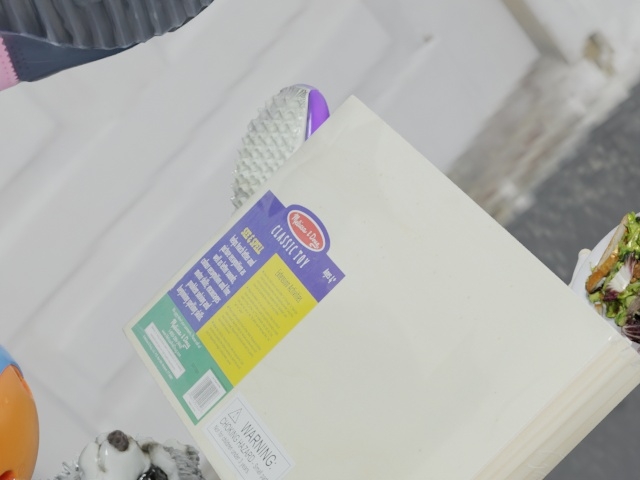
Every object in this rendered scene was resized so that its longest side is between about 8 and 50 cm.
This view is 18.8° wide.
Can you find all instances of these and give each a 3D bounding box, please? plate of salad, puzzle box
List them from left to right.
[{"bbox_3d":[0.028,0.076,1.398,0.272,0.052,0.409,-45,36,3],"label":"puzzle box"},{"bbox_3d":[0.316,0.042,1.861,0.200,0.048,0.200,-26,43,27],"label":"plate of salad"}]

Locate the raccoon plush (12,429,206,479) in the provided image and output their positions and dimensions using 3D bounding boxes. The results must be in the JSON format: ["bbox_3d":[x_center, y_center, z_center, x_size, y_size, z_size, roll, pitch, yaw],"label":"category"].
[{"bbox_3d":[-0.271,0.359,1.979,0.216,0.299,0.446,65,148,30],"label":"raccoon plush"}]

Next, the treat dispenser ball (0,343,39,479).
[{"bbox_3d":[-0.463,0.222,2.191,0.288,0.288,0.288,-25,40,23],"label":"treat dispenser ball"}]

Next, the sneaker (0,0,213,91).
[{"bbox_3d":[-0.164,-0.086,0.644,0.131,0.112,0.319,-12,8,42],"label":"sneaker"}]

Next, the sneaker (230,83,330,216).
[{"bbox_3d":[0.000,0.000,1.835,0.102,0.146,0.293,8,95,58],"label":"sneaker"}]

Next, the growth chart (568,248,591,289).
[{"bbox_3d":[0.380,0.038,2.069,0.237,0.021,0.172,2,16,18],"label":"growth chart"}]
